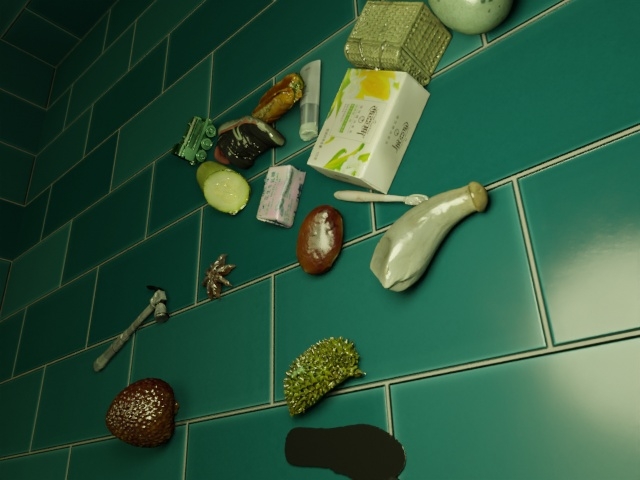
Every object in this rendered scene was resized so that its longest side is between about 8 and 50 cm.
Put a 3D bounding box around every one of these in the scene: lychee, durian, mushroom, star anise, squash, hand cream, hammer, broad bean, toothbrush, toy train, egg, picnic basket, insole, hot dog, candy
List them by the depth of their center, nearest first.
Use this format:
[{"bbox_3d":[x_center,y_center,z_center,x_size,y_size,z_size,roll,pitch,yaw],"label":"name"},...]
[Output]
[{"bbox_3d":[0.210,-0.021,1.102,0.270,0.103,0.118,-48,45,10],"label":"mushroom"},{"bbox_3d":[0.040,0.430,1.134,0.322,0.007,0.109,-14,61,41],"label":"insole"},{"bbox_3d":[0.313,-0.538,1.175,0.169,0.169,0.237,-37,52,27],"label":"egg"},{"bbox_3d":[-0.013,0.279,1.193,0.220,0.095,0.137,-35,51,21],"label":"durian"},{"bbox_3d":[0.123,-0.097,1.252,0.307,0.029,0.025,10,104,53],"label":"toothbrush"},{"bbox_3d":[0.174,-0.457,1.305,0.196,0.134,0.154,31,91,47],"label":"picnic basket"},{"bbox_3d":[0.000,0.000,1.310,0.114,0.084,0.165,2,80,40],"label":"broad bean"},{"bbox_3d":[-0.105,-0.117,1.473,0.092,0.073,0.160,3,74,41],"label":"candy"},{"bbox_3d":[-0.478,0.466,1.512,0.194,0.194,0.195,-20,59,38],"label":"lychee"},{"bbox_3d":[-0.032,-0.395,1.546,0.079,0.048,0.256,-18,57,33],"label":"hand cream"},{"bbox_3d":[-0.121,-0.393,1.566,0.115,0.072,0.269,-54,20,-18],"label":"hot dog"},{"bbox_3d":[-0.298,0.106,1.587,0.141,0.042,0.141,-19,61,39],"label":"star anise"},{"bbox_3d":[-0.330,-0.192,1.689,0.287,0.137,0.137,40,101,47],"label":"squash"},{"bbox_3d":[-0.635,0.312,1.829,0.427,0.044,0.152,-45,46,21],"label":"hammer"},{"bbox_3d":[-0.418,-0.338,1.854,0.071,0.111,0.171,18,86,43],"label":"toy train"}]

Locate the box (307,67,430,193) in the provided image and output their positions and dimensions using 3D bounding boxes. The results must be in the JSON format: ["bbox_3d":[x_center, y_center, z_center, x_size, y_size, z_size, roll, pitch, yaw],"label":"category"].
[{"bbox_3d":[0.109,-0.261,1.299,0.194,0.111,0.261,22,86,46],"label":"box"}]

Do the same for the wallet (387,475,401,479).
[{"bbox_3d":[0.211,0.514,0.912,0.285,0.030,0.146,7,74,45],"label":"wallet"}]

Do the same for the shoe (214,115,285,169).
[{"bbox_3d":[-0.226,-0.281,1.632,0.290,0.114,0.137,4,70,48],"label":"shoe"}]
